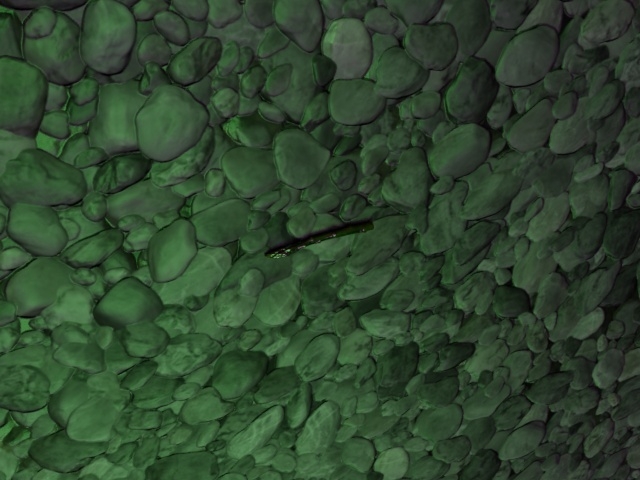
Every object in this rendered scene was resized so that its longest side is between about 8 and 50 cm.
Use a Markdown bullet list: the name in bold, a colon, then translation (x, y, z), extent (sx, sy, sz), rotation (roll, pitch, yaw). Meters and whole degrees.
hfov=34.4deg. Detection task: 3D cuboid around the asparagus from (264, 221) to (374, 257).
- **asparagus**: translation (0.000, 0.000, 1.423), extent (0.163, 0.016, 0.016), rotation (-17, 148, -20)
